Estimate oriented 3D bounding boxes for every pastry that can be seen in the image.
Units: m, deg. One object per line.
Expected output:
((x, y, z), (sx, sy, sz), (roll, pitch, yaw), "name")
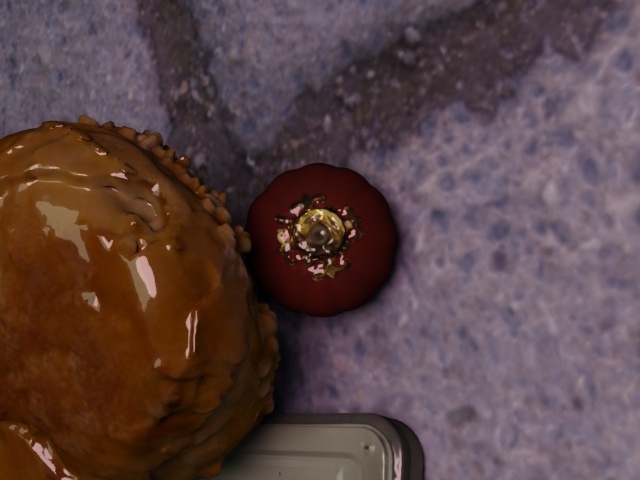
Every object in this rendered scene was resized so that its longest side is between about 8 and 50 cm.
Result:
((-0.154, 0.060, 0.649), (0.311, 0.162, 0.255), (-33, 89, 33), "pastry")

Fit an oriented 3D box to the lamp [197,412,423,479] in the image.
((-0.053, 0.252, 0.662), (0.269, 0.047, 0.267), (-8, 72, 37), "lamp")

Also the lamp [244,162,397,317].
((0.000, 0.000, 0.637), (0.101, 0.090, 0.101), (0, 84, 2), "lamp")
